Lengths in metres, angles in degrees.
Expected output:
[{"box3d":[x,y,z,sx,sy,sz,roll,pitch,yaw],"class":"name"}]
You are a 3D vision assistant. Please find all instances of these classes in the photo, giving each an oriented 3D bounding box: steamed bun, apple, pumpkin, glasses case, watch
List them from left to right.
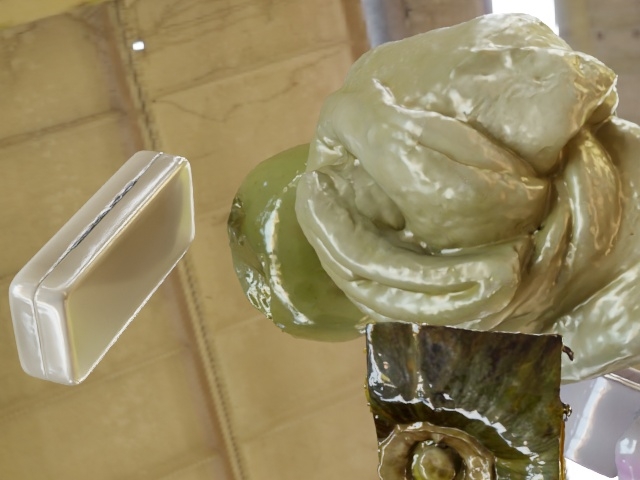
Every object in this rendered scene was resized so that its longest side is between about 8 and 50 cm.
[{"box3d":[-0.258,0.024,1.389,0.336,0.076,0.144,-57,-26,-52],"class":"glasses case"},{"box3d":[0.000,0.000,1.494,0.279,0.279,0.279,-6,-81,-40],"class":"apple"},{"box3d":[0.109,0.136,0.796,0.190,0.139,0.280,-66,-23,-59],"class":"pumpkin"},{"box3d":[0.151,-0.026,1.020,0.372,0.325,0.230,52,-148,-2],"class":"steamed bun"},{"box3d":[0.369,0.201,1.248,0.248,0.217,0.211,16,-82,-32],"class":"watch"}]
